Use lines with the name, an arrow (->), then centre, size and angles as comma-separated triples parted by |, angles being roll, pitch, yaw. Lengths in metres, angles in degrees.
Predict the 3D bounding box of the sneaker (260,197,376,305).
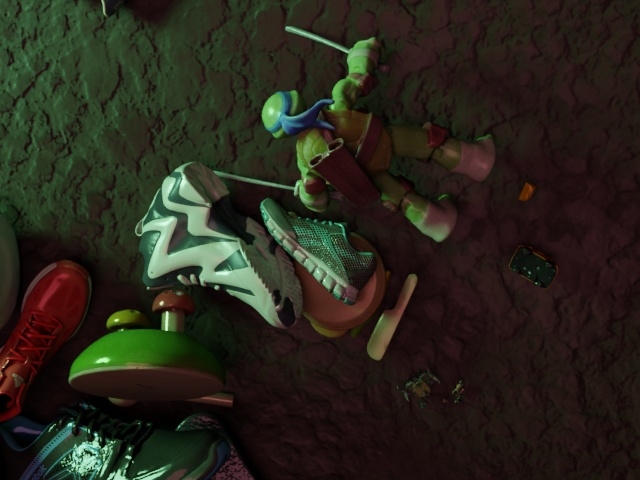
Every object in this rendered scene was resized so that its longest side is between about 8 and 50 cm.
sneaker -> 0.000, 0.000, 1.350 | 0.166, 0.065, 0.076 | 43, 85, 9

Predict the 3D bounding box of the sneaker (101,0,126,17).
sneaker -> -0.314, -0.334, 1.351 | 0.192, 0.064, 0.086 | 24, 98, 1

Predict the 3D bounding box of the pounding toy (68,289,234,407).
pounding toy -> -0.200, 0.129, 1.361 | 0.182, 0.237, 0.110 | -1, 71, 4

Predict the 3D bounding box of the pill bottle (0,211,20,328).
pill bottle -> -0.538, 0.038, 1.406 | 0.283, 0.160, 0.160 | 0, 100, 9

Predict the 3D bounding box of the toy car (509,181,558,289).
toy car -> 0.263, -0.007, 1.331 | 0.060, 0.040, 0.122 | 14, 105, 28

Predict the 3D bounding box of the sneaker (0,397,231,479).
sneaker -> -0.274, 0.269, 1.399 | 0.340, 0.125, 0.140 | -14, 98, 23

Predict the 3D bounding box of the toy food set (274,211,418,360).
toy food set -> 0.020, 0.052, 1.388 | 0.192, 0.038, 0.132 | 29, 98, 14

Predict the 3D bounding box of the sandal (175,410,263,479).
sandal -> -0.102, 0.336, 1.453 | 0.097, 0.054, 0.255 | -24, 86, 5

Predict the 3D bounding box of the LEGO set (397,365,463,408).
LEGO set -> 0.136, 0.183, 1.400 | 0.083, 0.023, 0.054 | 22, 105, -9

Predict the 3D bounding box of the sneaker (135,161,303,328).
sneaker -> -0.137, 0.037, 1.373 | 0.153, 0.094, 0.235 | -41, 91, 28

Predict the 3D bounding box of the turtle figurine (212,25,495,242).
turtle figurine -> 0.050, -0.124, 1.315 | 0.266, 0.274, 0.198 | 24, 80, -16

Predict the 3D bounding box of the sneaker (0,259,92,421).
sneaker -> -0.354, 0.138, 1.403 | 0.087, 0.128, 0.221 | 24, 110, -17
